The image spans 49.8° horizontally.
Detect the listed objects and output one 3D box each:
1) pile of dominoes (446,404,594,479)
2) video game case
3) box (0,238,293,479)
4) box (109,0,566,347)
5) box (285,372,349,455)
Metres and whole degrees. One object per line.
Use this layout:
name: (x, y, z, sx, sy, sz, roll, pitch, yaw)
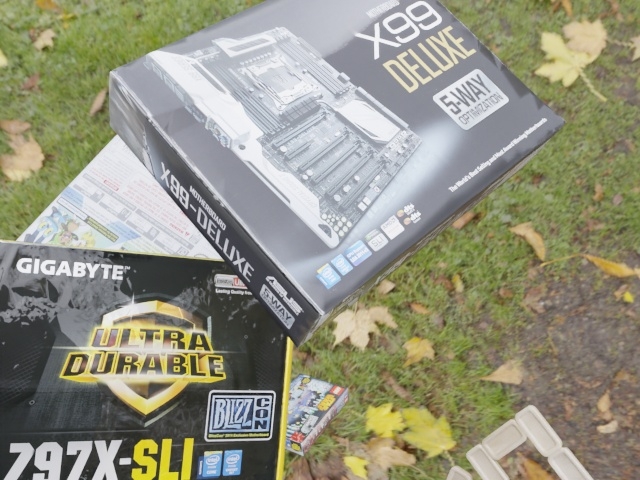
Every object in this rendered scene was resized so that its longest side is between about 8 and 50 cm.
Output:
pile of dominoes: (0.272, 0.349, 0.835, 0.196, 0.040, 0.251, -47, 67, 30)
video game case: (-0.230, 0.024, 0.907, 0.329, 0.036, 0.300, 32, 72, 20)
box: (-0.190, 0.139, 0.724, 0.322, 0.079, 0.257, 7, 87, -28)
box: (0.022, -0.098, 0.583, 0.307, 0.076, 0.242, -35, 77, -29)
box: (-0.030, 0.266, 1.068, 0.094, 0.027, 0.137, 11, 32, 30)
